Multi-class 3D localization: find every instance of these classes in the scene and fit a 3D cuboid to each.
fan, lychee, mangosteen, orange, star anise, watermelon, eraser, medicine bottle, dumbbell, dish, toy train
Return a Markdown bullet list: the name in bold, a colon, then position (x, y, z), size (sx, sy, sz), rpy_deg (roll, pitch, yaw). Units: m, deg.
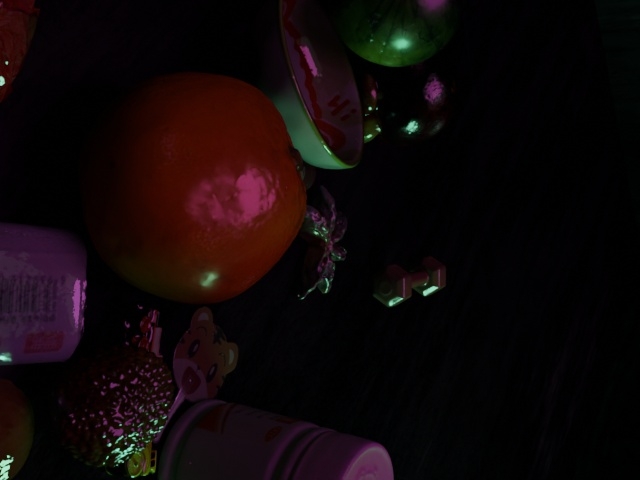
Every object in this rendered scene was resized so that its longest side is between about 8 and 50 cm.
- **fan**: position (-0.207, 0.225, 1.314), size (0.227, 0.008, 0.153), rpy_deg (-60, 140, -33)
- **lychee**: position (-0.270, 0.211, 1.078), size (0.171, 0.171, 0.171), rpy_deg (-8, 100, -56)
- **mangosteen**: position (0.138, -0.287, 1.609), size (0.265, 0.228, 0.228), rpy_deg (-19, 112, -22)
- **orange**: position (-0.165, -0.069, 1.093), size (0.312, 0.312, 0.312), rpy_deg (-8, 100, -56)
- **star anise**: position (0.009, 0.000, 1.567), size (0.171, 0.063, 0.208), rpy_deg (-18, 108, -56)
- **watermelon**: position (0.130, -0.419, 1.426), size (0.242, 0.242, 0.242), rpy_deg (-8, 100, -56)
- **eraser**: position (-0.387, 0.061, 0.967), size (0.227, 0.081, 0.174), rpy_deg (8, 83, -55)
- **medicine bottle**: position (-0.068, 0.368, 1.255), size (0.202, 0.315, 0.202), rpy_deg (-18, 112, -56)
- **dumbbell**: position (0.200, 0.090, 1.843), size (0.231, 0.092, 0.082), rpy_deg (-8, 127, -55)
- **dish**: position (-0.045, -0.262, 1.384), size (0.324, 0.124, 0.324), rpy_deg (-16, 90, -69)
- **toy train**: position (-0.266, 0.215, 1.191), size (0.085, 0.053, 0.250), rpy_deg (5, 89, -64)

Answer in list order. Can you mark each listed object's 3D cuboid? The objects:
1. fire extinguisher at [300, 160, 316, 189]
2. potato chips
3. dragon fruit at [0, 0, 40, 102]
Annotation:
- **fire extinguisher**: position (-0.088, -0.132, 1.380), size (0.231, 0.099, 0.071), rpy_deg (8, 61, -57)
- **potato chips**: position (-0.414, 0.242, 0.975), size (0.201, 0.049, 0.150), rpy_deg (2, 97, -62)
- **dragon fruit**: position (-0.387, -0.231, 0.799), size (0.244, 0.244, 0.299), rpy_deg (38, 46, -51)
